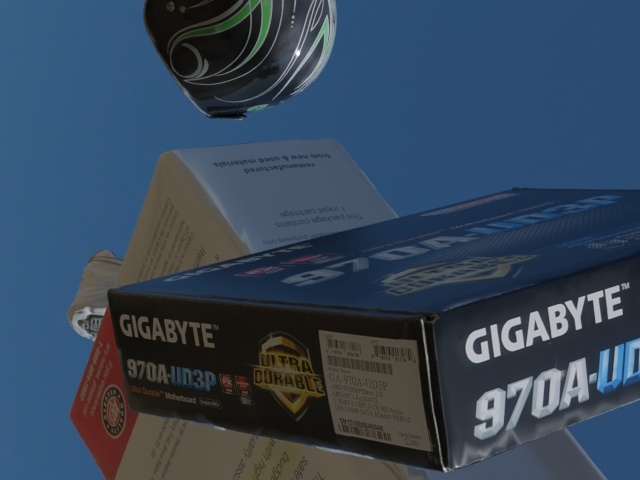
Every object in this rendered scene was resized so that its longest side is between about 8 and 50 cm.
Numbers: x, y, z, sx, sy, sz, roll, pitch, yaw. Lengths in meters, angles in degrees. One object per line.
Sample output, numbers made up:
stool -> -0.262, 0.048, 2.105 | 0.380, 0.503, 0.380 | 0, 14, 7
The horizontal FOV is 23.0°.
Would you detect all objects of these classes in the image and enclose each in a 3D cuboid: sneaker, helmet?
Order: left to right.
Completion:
sneaker -> -0.141, 0.053, 1.645 | 0.090, 0.232, 0.115 | 115, -17, -56
helmet -> -0.063, -0.207, 1.445 | 0.161, 0.169, 0.169 | -28, -123, 13

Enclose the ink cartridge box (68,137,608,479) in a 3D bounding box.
ink cartridge box -> 0.001, 0.156, 1.099 | 0.385, 0.160, 0.279 | 54, -46, 34

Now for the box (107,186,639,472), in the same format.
box -> 0.062, 0.023, 0.580 | 0.175, 0.220, 0.051 | 3, -77, 52
